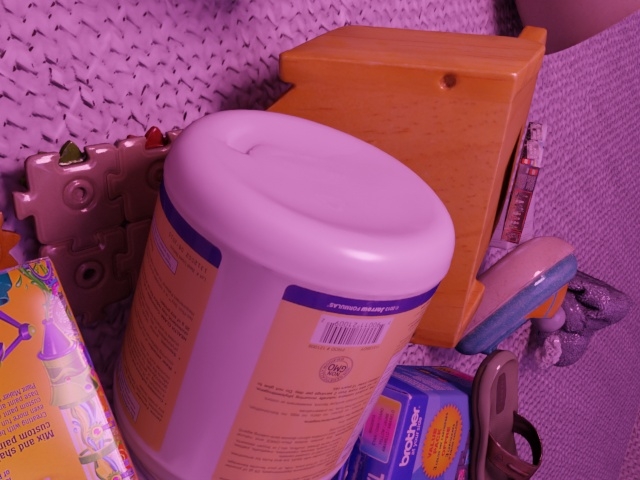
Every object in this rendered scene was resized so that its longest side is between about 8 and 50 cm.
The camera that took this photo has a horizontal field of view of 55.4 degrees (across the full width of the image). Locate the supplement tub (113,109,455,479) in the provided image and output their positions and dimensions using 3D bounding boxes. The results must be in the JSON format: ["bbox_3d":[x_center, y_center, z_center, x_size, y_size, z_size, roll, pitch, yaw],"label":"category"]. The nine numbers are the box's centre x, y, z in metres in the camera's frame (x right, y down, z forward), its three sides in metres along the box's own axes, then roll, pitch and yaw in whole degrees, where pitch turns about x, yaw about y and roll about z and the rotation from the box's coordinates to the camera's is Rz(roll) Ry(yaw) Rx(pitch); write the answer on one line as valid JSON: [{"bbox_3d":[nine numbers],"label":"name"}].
[{"bbox_3d":[-0.050,0.079,0.551,0.241,0.241,0.331,-11,132,-46],"label":"supplement tub"}]

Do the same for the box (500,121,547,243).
[{"bbox_3d":[0.272,-0.076,0.817,0.137,0.027,0.094,87,21,-45],"label":"box"}]

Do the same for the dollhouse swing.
[{"bbox_3d":[0.114,-0.102,0.771,0.305,0.315,0.347,-73,168,-53],"label":"dollhouse swing"}]

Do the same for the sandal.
[{"bbox_3d":[0.292,0.313,0.938,0.120,0.086,0.303,-30,120,-40],"label":"sandal"}]

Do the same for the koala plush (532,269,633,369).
[{"bbox_3d":[0.552,0.185,1.351,0.196,0.203,0.221,7,106,-48],"label":"koala plush"}]

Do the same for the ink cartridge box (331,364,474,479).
[{"bbox_3d":[0.119,0.338,0.933,0.395,0.151,0.270,15,88,-47],"label":"ink cartridge box"}]

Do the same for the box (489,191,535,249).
[{"bbox_3d":[0.310,-0.040,1.078,0.102,0.101,0.087,-15,110,-46],"label":"box"}]

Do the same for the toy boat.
[{"bbox_3d":[0.364,0.112,1.096,0.267,0.148,0.318,-45,160,20],"label":"toy boat"}]

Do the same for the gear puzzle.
[{"bbox_3d":[-0.200,-0.015,0.576,0.338,0.044,0.176,-20,124,-39],"label":"gear puzzle"}]

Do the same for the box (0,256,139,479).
[{"bbox_3d":[-0.268,0.199,0.356,0.289,0.177,0.279,-20,85,-37],"label":"box"}]

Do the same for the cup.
[{"bbox_3d":[0.433,-0.498,0.982,0.237,0.331,0.331,50,60,-13],"label":"cup"}]
